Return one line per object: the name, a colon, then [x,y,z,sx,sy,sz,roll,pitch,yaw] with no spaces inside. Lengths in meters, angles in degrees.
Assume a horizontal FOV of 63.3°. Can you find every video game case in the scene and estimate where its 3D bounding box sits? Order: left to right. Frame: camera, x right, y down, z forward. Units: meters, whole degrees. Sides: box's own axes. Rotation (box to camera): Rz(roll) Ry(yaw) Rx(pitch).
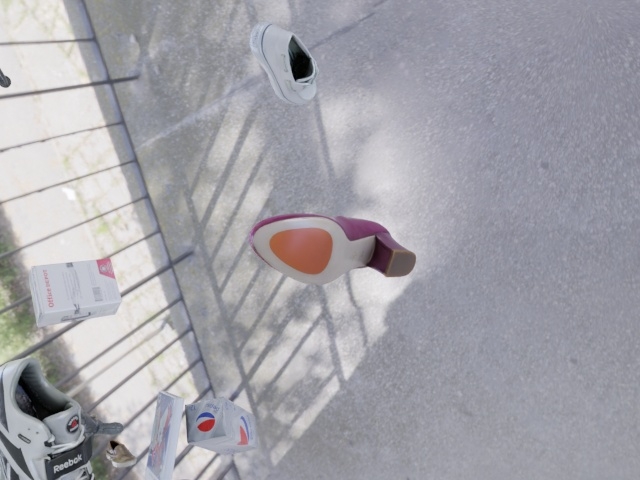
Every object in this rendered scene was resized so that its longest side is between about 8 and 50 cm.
video game case: [-0.358,0.454,1.183,0.183,0.023,0.201,-19,61,60]

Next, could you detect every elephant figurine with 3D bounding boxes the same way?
elephant figurine: [-0.720,0.526,1.477,0.239,0.186,0.169,10,121,9]

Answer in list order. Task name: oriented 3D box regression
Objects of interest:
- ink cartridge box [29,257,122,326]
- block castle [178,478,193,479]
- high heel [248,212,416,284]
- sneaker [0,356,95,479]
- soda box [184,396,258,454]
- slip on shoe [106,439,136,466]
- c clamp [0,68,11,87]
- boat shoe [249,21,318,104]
ink cartridge box: [-0.714,0.149,1.510,0.092,0.218,0.159,-48,57,43]
block castle: [-0.281,0.571,0.752,0.453,0.213,0.303,-34,112,6]
high heel: [0.000,0.000,0.987,0.181,0.377,0.127,34,105,48]
sneaker: [-0.430,0.338,0.829,0.146,0.122,0.330,-34,90,22]
soda box: [-0.239,0.469,1.297,0.098,0.091,0.286,-13,151,2]
slip on shoe: [-0.518,0.550,1.344,0.135,0.051,0.041,-6,87,52]
c clamp: [-0.610,-0.314,0.944,0.160,0.022,0.137,18,142,39]
boat shoe: [-0.043,-0.290,0.899,0.075,0.226,0.083,21,91,22]
